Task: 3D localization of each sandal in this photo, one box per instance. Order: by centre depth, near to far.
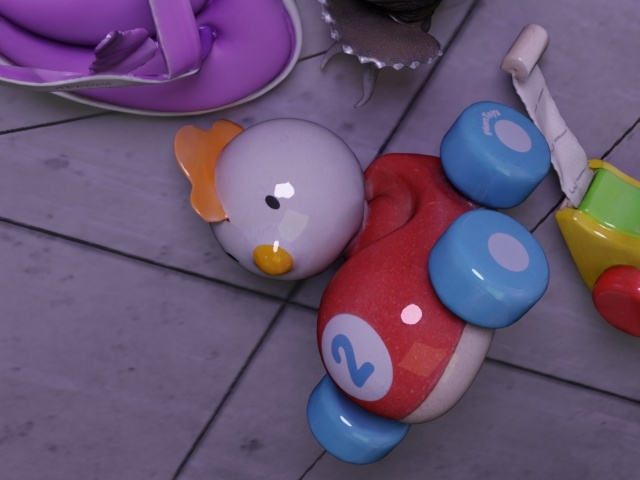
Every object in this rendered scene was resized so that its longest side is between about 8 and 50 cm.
[{"bbox_3d":[-0.151,-0.139,0.696,0.169,0.102,0.416,-30,150,22],"label":"sandal"}]

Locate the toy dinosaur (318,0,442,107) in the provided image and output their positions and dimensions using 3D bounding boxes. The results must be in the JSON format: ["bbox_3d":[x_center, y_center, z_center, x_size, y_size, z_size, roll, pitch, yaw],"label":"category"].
[{"bbox_3d":[0.034,-0.213,0.741,0.160,0.121,0.313,-35,133,-1],"label":"toy dinosaur"}]

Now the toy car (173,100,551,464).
[{"bbox_3d":[0.000,0.000,0.866,0.237,0.210,0.219,24,134,-12],"label":"toy car"}]

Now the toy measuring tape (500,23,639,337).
[{"bbox_3d":[0.237,-0.024,0.936,0.121,0.121,0.330,-26,130,8],"label":"toy measuring tape"}]
